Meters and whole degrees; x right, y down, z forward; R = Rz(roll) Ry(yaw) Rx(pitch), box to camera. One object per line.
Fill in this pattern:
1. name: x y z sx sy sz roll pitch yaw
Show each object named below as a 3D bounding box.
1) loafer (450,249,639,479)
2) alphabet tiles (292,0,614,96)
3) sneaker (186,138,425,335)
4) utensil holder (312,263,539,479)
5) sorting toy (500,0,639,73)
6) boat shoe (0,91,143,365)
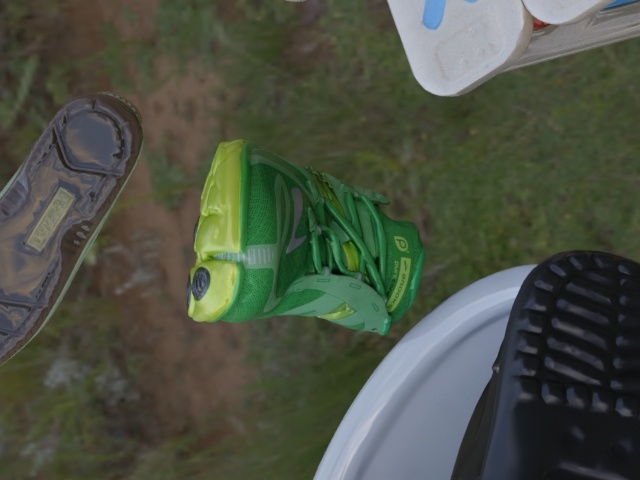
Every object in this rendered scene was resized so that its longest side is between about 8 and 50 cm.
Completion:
1. loafer: 0.066 0.110 0.461 0.080 0.220 0.078 20 148 5
2. alphabet tiles: 0.052 -0.208 0.564 0.284 0.021 0.278 -29 72 42
3. sneaker: 0.000 0.000 0.965 0.123 0.295 0.109 10 94 14
4. utensil holder: 0.220 0.241 0.954 0.327 0.385 0.327 -44 29 33
5. sorting toy: 0.176 -0.296 1.216 0.229 0.041 0.307 -13 102 23
6. boat shoe: -0.157 0.002 0.854 0.068 0.072 0.190 41 96 -7
